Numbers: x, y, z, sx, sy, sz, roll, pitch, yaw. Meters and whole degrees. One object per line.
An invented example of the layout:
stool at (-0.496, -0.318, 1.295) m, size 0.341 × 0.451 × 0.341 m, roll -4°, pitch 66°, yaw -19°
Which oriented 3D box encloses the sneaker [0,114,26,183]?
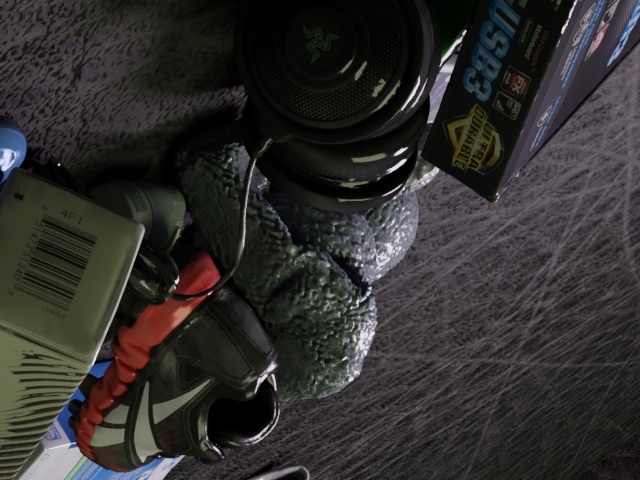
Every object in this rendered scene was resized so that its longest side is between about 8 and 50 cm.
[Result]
sneaker at (-0.251, -0.012, 1.188) m, size 0.209 × 0.082 × 0.069 m, roll -24°, pitch 155°, yaw -40°

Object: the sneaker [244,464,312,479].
sneaker at (-0.113, 0.323, 2.248) m, size 0.258 × 0.094 × 0.091 m, roll -28°, pitch 141°, yaw -41°

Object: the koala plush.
koala plush at (0.000, 0.000, 1.544) m, size 0.221 × 0.203 × 0.196 m, roll -36°, pitch 165°, yaw -44°

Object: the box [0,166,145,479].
box at (-0.207, 0.070, 1.311) m, size 0.275 × 0.094 × 0.113 m, roll 130°, pitch -18°, yaw -59°

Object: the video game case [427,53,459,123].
video game case at (0.067, -0.091, 1.682) m, size 0.173 × 0.022 × 0.190 m, roll -47°, pitch 160°, yaw 25°

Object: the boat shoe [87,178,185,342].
boat shoe at (-0.168, 0.045, 1.475) m, size 0.081 × 0.079 × 0.227 m, roll -8°, pitch 142°, yaw -49°

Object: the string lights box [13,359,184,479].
string lights box at (-0.205, 0.173, 1.710) m, size 0.133 × 0.077 × 0.260 m, roll -47°, pitch 160°, yaw 26°

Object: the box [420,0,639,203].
box at (0.202, -0.213, 1.384) m, size 0.293 × 0.073 × 0.295 m, roll -44°, pitch 161°, yaw -40°

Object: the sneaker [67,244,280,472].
sneaker at (-0.103, 0.119, 1.471) m, size 0.097 × 0.135 × 0.276 m, roll -44°, pitch 172°, yaw -35°

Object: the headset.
headset at (-0.011, -0.122, 1.357) m, size 0.394 × 0.185 × 0.243 m, roll -50°, pitch 168°, yaw -14°
